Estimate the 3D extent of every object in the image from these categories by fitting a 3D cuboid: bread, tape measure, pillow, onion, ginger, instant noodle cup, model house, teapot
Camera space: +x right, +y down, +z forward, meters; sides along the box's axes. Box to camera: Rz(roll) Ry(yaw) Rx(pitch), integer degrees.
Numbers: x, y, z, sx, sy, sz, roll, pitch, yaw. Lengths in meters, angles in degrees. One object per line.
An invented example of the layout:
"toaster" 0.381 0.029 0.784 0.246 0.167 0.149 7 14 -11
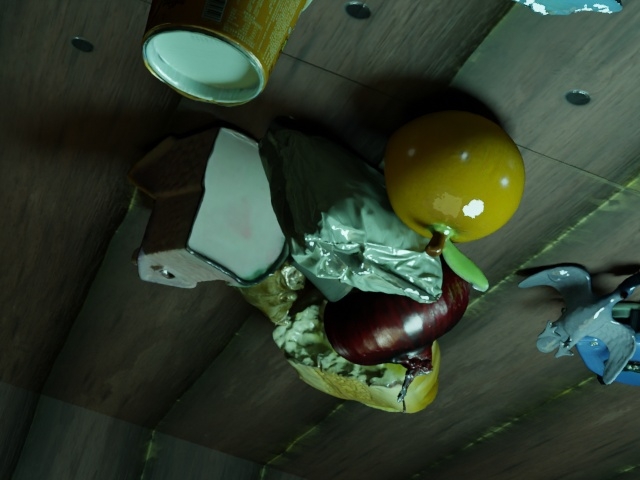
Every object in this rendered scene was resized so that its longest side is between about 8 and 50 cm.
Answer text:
"bread" 0.093 0.206 2.526 0.316 0.211 0.270 16 161 26
"tape measure" 0.592 0.226 2.431 0.215 0.097 0.351 1 153 27
"pillow" 0.053 -0.035 2.002 0.283 0.310 0.138 23 117 -29
"onion" 0.145 0.144 2.283 0.273 0.285 0.273 -23 178 -1
"ginger" -0.103 0.053 2.367 0.219 0.123 0.270 14 156 44
"instant noodle cup" -0.129 -0.289 1.683 0.216 0.172 0.215 13 154 6
"model house" -0.194 -0.035 2.161 0.202 0.236 0.237 27 156 -38
"teapot" 0.000 0.000 2.235 0.149 0.162 0.239 31 180 -14

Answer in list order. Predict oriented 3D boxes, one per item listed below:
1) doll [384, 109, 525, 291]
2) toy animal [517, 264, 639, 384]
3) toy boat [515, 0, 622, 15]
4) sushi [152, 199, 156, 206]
"doll" 0.191 -0.067 1.887 0.214 0.236 0.213 9 153 5
"toy animal" 0.466 0.137 2.256 0.239 0.176 0.255 55 158 3
"toy boat" 0.260 -0.331 1.508 0.238 0.098 0.109 13 154 -15
"sushi" -0.266 -0.048 2.358 0.060 0.061 0.118 -20 154 -5
